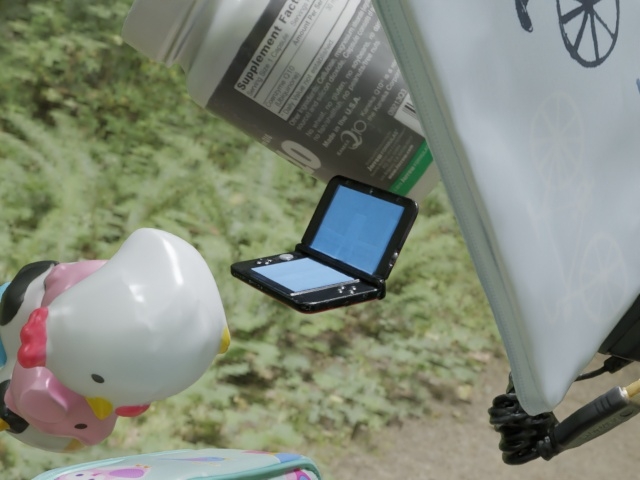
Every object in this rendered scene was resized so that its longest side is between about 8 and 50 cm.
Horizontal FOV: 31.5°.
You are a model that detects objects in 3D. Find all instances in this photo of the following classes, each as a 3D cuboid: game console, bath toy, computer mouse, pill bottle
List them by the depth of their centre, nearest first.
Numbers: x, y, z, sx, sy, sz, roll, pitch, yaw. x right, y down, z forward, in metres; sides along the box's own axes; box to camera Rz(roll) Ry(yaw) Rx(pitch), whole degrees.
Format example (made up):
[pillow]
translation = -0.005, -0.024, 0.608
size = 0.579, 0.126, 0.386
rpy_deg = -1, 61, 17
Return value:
[computer mouse]
translation = 0.203, 0.039, 0.659
size = 0.060, 0.262, 0.184
rpy_deg = 60, 21, -1
[bath toy]
translation = -0.184, 0.083, 0.820
size = 0.129, 0.151, 0.348
rpy_deg = -16, -1, -30
[game console]
translation = 0.000, 0.000, 1.022
size = 0.124, 0.085, 0.144
rpy_deg = -10, 18, -30
[pill bottle]
translation = -0.016, -0.193, 1.224
size = 0.361, 0.204, 0.204
rpy_deg = 32, 14, -7

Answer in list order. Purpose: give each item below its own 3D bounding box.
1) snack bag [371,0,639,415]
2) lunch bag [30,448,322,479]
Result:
[snack bag]
translation = 0.139, -0.123, 0.586
size = 0.037, 0.323, 0.342
rpy_deg = 4, 38, 43
[lunch bag]
translation = -0.067, 0.245, 0.556
size = 0.108, 0.279, 0.224
rpy_deg = -2, -5, 20
